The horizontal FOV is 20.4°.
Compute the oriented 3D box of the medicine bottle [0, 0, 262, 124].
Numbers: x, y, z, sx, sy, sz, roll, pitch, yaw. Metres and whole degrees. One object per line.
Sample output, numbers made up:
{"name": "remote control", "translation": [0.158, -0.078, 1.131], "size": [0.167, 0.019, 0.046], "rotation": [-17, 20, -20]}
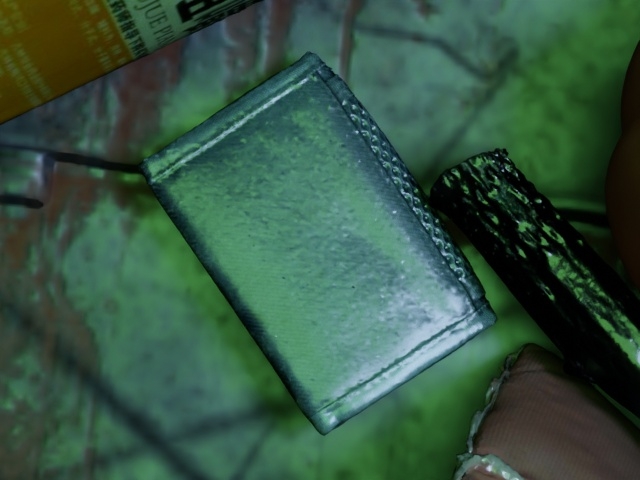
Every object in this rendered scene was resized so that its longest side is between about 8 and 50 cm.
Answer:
{"name": "medicine bottle", "translation": [-0.099, -0.135, 0.631], "size": [0.318, 0.158, 0.158], "rotation": [-25, 86, -2]}

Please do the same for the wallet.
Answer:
{"name": "wallet", "translation": [0.000, 0.000, 0.687], "size": [0.088, 0.026, 0.129], "rotation": [-34, 85, -10]}

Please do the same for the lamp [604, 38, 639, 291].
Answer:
{"name": "lamp", "translation": [0.196, -0.029, 0.624], "size": [0.188, 0.164, 0.187], "rotation": [0, 84, 2]}

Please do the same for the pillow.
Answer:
{"name": "pillow", "translation": [0.091, 0.115, 0.591], "size": [0.126, 0.232, 0.043], "rotation": [42, 114, -2]}

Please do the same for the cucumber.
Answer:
{"name": "cucumber", "translation": [0.103, 0.033, 0.663], "size": [0.039, 0.043, 0.163], "rotation": [-34, 73, -16]}
